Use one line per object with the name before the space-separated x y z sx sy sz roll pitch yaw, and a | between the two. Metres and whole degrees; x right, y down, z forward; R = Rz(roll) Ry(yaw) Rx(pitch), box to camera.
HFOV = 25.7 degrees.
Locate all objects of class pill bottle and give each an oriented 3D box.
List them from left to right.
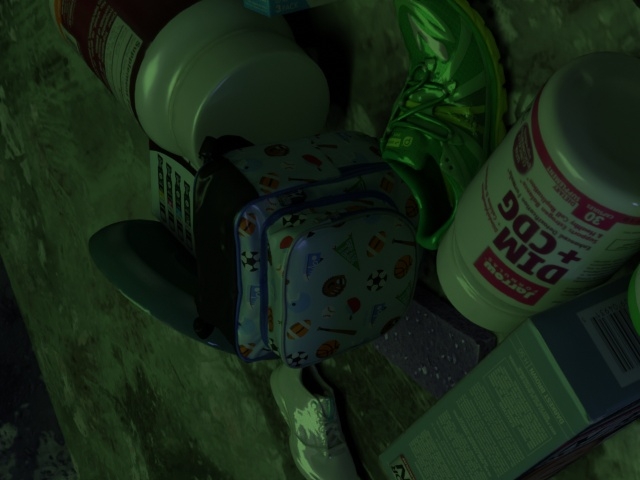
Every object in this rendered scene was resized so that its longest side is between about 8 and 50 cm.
pill bottle | -0.168 -0.245 1.771 0.392 0.224 0.224 46 143 41
pill bottle | 0.220 -0.031 1.297 0.160 0.160 0.283 61 151 18

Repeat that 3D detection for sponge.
sponge | 0.131 0.122 1.685 0.210 0.031 0.117 35 135 47

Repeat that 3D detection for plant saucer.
plant saucer | -0.167 0.056 1.935 0.317 0.317 0.044 44 110 40

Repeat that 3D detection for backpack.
backpack | 0.000 0.000 1.601 0.213 0.263 0.276 40 140 35

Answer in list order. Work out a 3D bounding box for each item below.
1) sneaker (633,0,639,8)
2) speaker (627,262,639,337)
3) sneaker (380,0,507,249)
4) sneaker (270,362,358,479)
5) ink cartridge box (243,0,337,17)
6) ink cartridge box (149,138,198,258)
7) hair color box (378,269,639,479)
sneaker | 0.313 -0.143 1.145 0.222 0.083 0.118 49 146 33
speaker | 0.366 0.011 1.095 0.131 0.131 0.296 65 151 10
sneaker | 0.123 -0.126 1.448 0.109 0.123 0.296 5 111 60
sneaker | 0.000 0.254 1.962 0.094 0.080 0.212 -46 65 46
ink cartridge box | -0.037 -0.358 1.605 0.061 0.104 0.181 32 134 49
ink cartridge box | -0.103 -0.028 1.903 0.309 0.130 0.272 43 142 41
hair color box | 0.219 0.166 1.394 0.114 0.185 0.374 61 151 16
